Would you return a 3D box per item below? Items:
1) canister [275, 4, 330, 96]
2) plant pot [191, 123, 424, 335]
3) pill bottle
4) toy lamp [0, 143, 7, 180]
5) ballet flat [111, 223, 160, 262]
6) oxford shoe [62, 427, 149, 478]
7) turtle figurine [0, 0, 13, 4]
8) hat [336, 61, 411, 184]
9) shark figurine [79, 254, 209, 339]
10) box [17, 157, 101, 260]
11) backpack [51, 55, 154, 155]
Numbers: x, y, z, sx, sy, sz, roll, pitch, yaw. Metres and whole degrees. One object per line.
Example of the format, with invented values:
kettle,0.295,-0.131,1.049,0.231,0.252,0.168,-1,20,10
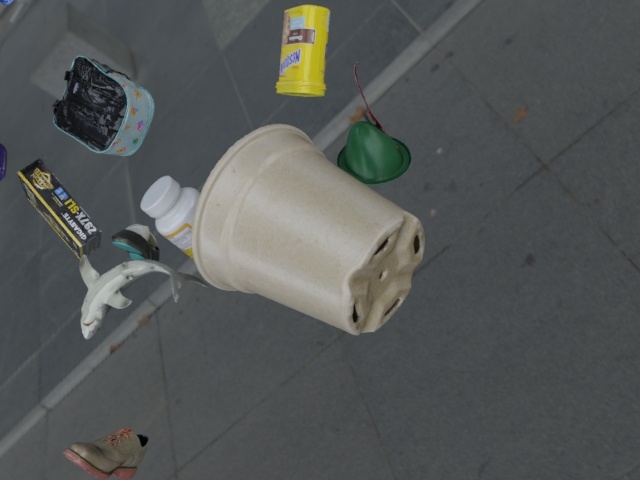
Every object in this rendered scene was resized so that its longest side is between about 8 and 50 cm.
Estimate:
canister,-0.035,-0.383,1.379,0.126,0.073,0.170,20,107,60
plant pot,0.000,0.000,1.188,0.305,0.334,0.334,27,85,31
pill bottle,-0.265,-0.036,1.401,0.117,0.208,0.118,-30,37,25
toy lamp,-0.713,-0.237,1.417,0.080,0.080,0.275,-37,63,22
ballet flat,-0.538,0.007,1.987,0.095,0.280,0.096,15,73,6
oxford shoe,-0.561,0.547,1.792,0.123,0.348,0.130,29,77,14
turtle figurine,-0.792,-0.733,1.597,0.197,0.274,0.266,-19,56,24
hat,0.107,-0.257,1.551,0.173,0.184,0.208,-39,53,-23
shark figurine,-0.388,0.084,1.426,0.278,0.116,0.166,-22,81,12
box,-0.737,-0.078,1.927,0.079,0.257,0.322,-39,6,-20
backpack,-0.422,-0.257,1.358,0.188,0.144,0.166,35,102,32
